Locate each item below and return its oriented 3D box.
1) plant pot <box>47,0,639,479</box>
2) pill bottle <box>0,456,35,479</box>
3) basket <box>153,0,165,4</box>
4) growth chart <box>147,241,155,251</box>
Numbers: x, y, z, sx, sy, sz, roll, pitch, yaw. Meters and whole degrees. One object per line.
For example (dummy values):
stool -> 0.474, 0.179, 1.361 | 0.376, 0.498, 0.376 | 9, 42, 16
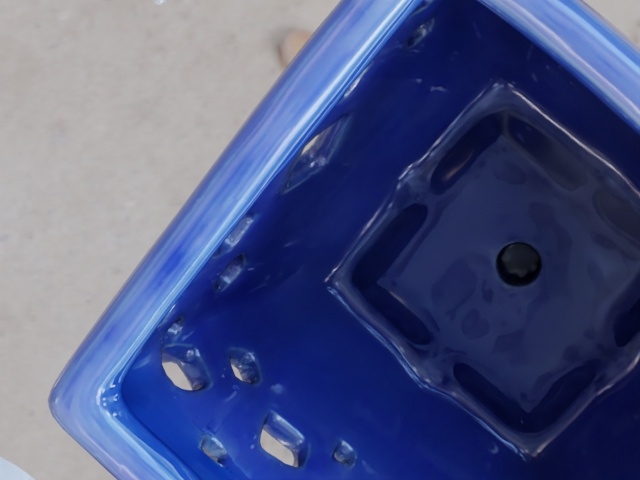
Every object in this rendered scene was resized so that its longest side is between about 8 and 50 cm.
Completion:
plant pot -> 0.074, 0.030, 0.612 | 0.236, 0.236, 0.212 | 40, 16, 2
pill bottle -> -0.326, 0.361, 1.171 | 0.229, 0.229, 0.408 | 47, 31, -30
basket -> -0.124, -0.292, 1.323 | 0.103, 0.113, 0.167 | 46, 18, -17
growth chart -> 0.000, 0.000, 1.083 | 0.237, 0.172, 0.021 | 9, 69, -62
